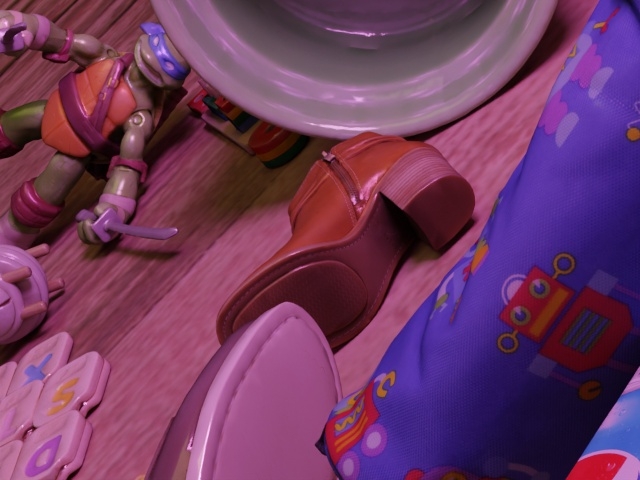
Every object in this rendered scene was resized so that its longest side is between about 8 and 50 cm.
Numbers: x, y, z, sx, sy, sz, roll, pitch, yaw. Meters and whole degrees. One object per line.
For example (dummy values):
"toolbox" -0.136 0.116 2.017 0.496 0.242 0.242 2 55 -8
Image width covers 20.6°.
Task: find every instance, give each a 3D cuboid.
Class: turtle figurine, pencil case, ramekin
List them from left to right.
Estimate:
"turtle figurine" -0.246 -0.086 1.520 0.266 0.198 0.275 -34 26 30
"ramekin" 0.028 -0.238 1.273 0.303 0.303 0.148 -31 19 21
"pencil case" 0.116 0.012 0.817 0.306 0.119 0.133 -60 5 22

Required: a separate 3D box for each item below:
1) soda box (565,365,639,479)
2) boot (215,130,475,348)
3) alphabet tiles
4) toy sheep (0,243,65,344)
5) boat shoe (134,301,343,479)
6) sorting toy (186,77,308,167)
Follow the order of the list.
"soda box" 0.132 0.130 0.712 0.067 0.071 0.210 0 47 55
"boot" 0.000 0.000 1.182 0.197 0.073 0.152 -32 24 -9
"alphabet tiles" -0.280 0.183 1.335 0.284 0.021 0.278 -29 28 24
"toy sheep" -0.266 0.045 1.468 0.091 0.091 0.132 -34 7 14
"boat shoe" -0.065 0.167 0.947 0.096 0.116 0.324 -20 37 32
"sorting toy" -0.047 -0.148 1.519 0.132 0.046 0.274 -43 24 -5
